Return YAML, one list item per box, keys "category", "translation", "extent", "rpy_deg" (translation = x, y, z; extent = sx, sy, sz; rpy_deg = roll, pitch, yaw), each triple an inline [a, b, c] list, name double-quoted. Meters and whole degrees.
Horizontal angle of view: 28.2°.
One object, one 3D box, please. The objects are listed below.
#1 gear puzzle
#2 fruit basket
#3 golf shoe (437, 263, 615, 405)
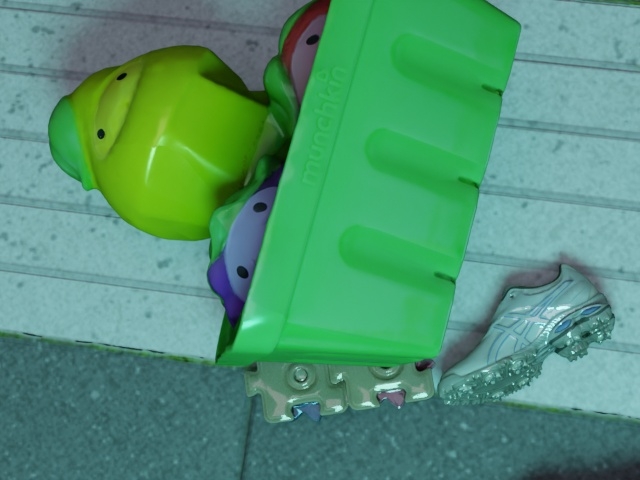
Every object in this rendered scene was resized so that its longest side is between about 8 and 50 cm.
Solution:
- category: "gear puzzle"
  translation: [0.000, 0.000, 1.203]
  extent: [0.176, 0.044, 0.338]
  rpy_deg: [-10, 76, 6]
- category: "fruit basket"
  translation: [-0.057, -0.079, 1.087]
  extent: [0.392, 0.283, 0.392]
  rpy_deg: [1, 82, -9]
- category: "golf shoe"
  translation: [0.177, 0.086, 1.162]
  extent: [0.176, 0.069, 0.086]
  rpy_deg: [-27, 60, -3]
